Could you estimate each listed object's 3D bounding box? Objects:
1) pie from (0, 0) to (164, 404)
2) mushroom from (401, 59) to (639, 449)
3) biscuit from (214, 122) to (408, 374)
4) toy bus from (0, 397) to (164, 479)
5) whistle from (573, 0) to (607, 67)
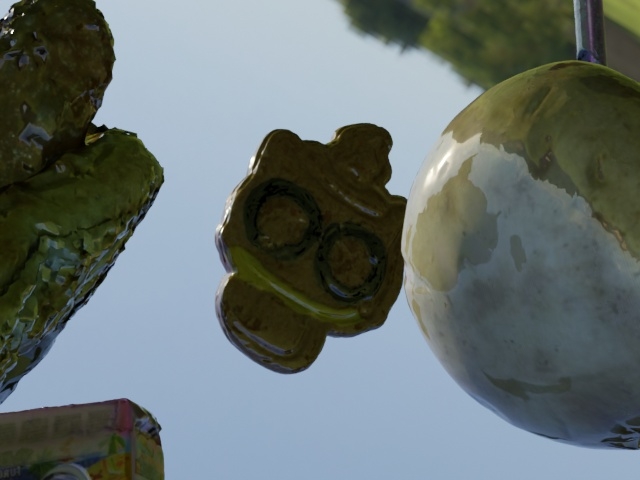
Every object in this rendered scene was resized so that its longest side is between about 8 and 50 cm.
[{"bbox_3d":[-0.283,0.055,1.253,0.180,0.395,0.418,40,146,-4],"label":"pie"},{"bbox_3d":[0.163,0.016,1.164,0.255,0.255,0.184,33,-141,12],"label":"mushroom"},{"bbox_3d":[0.000,0.000,1.923,0.208,0.290,0.041,32,161,-15],"label":"biscuit"},{"bbox_3d":[-0.283,0.220,1.753,0.274,0.112,0.090,-8,159,15],"label":"toy bus"},{"bbox_3d":[0.286,-0.215,1.984,0.033,0.177,0.033,-1,161,0],"label":"whistle"}]
